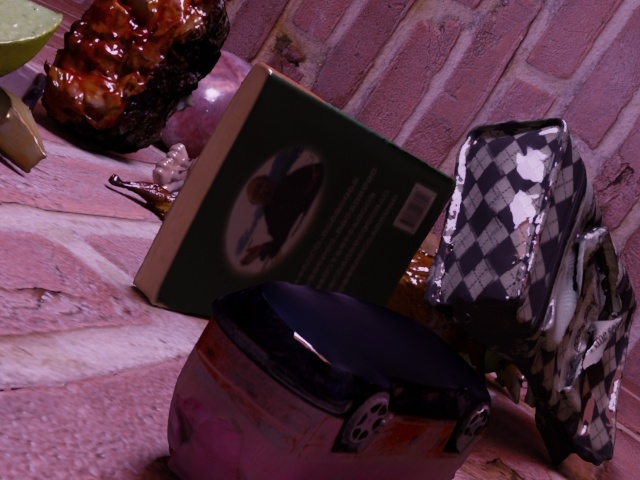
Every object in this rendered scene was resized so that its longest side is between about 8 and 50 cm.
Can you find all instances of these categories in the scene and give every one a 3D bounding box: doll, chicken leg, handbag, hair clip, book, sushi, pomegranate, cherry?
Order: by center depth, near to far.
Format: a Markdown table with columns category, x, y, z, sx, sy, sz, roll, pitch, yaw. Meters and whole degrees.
| category | x | y | z | sx | sy | sz | roll | pitch | yaw |
| --- | --- | --- | --- | --- | --- | --- | --- | --- | --- |
| book | -0.009 | -0.013 | 1.052 | 0.043 | 0.260 | 0.371 | 34 | 7 | 40 |
| handbag | 0.306 | 0.086 | 1.266 | 0.180 | 0.316 | 0.416 | -6 | -40 | 31 |
| chicken leg | -0.218 | -0.049 | 1.274 | 0.145 | 0.037 | 0.062 | 34 | 22 | -3 |
| hair clip | -0.515 | -0.277 | 1.285 | 0.331 | 0.085 | 0.101 | 30 | 4 | 27 |
| doll | -0.106 | -0.083 | 1.357 | 0.278 | 0.119 | 0.154 | 5 | 38 | 10 |
| sushi | 0.133 | 0.096 | 1.382 | 0.296 | 0.179 | 0.167 | 20 | 27 | 23 |
| sushi | -0.261 | -0.290 | 1.417 | 0.196 | 0.343 | 0.182 | 35 | -5 | 0 |
| pomegranate | 0.292 | 0.168 | 1.574 | 0.169 | 0.148 | 0.148 | 38 | 7 | -16 |
| cherry | -0.224 | -0.260 | 1.845 | 0.261 | 0.221 | 0.307 | 33 | 26 | 17 |

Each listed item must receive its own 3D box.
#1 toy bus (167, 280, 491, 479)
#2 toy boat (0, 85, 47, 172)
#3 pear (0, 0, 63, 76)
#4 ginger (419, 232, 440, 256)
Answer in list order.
| category | x | y | z | sx | sy | sz | roll | pitch | yaw |
| --- | --- | --- | --- | --- | --- | --- | --- | --- | --- |
| toy bus | 0.015 | 0.128 | 0.706 | 0.127 | 0.147 | 0.303 | 39 | 12 | 31 |
| toy boat | -0.369 | -0.137 | 1.111 | 0.172 | 0.065 | 0.066 | 45 | -5 | 44 |
| pear | -0.470 | -0.232 | 1.044 | 0.288 | 0.139 | 0.239 | 26 | 23 | -3 |
| ginger | 0.158 | 0.004 | 2.036 | 0.354 | 0.126 | 0.190 | 28 | 15 | -40 |
